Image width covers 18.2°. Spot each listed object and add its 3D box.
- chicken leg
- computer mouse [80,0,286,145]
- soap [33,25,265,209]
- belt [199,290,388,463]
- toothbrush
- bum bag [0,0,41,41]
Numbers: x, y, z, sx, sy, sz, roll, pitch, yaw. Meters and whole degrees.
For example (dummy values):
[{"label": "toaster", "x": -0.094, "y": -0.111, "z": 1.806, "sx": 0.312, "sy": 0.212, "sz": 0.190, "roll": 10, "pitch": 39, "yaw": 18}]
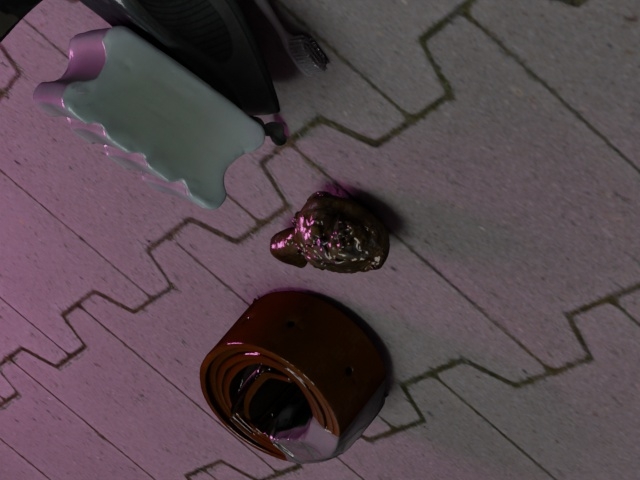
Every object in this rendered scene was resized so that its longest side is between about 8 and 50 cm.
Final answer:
[{"label": "chicken leg", "x": 0.000, "y": -0.003, "z": 1.908, "sx": 0.085, "sy": 0.069, "sz": 0.198, "roll": 20, "pitch": 168, "yaw": -22}, {"label": "computer mouse", "x": -0.114, "y": -0.189, "z": 1.709, "sx": 0.167, "sy": 0.090, "sz": 0.379, "roll": 33, "pitch": 175, "yaw": 39}, {"label": "soap", "x": -0.154, "y": -0.110, "z": 1.734, "sx": 0.160, "sy": 0.087, "sz": 0.265, "roll": 36, "pitch": 176, "yaw": -13}, {"label": "belt", "x": -0.027, "y": 0.151, "z": 2.151, "sx": 0.184, "sy": 0.105, "sz": 0.261, "roll": 38, "pitch": 152, "yaw": 3}, {"label": "toothbrush", "x": -0.074, "y": -0.237, "z": 1.642, "sx": 0.025, "sy": 0.019, "sz": 0.276, "roll": -2, "pitch": 135, "yaw": 46}, {"label": "bum bag", "x": -0.381, "y": -0.288, "z": 1.767, "sx": 0.340, "sy": 0.095, "sz": 0.144, "roll": 22, "pitch": 110, "yaw": -2}]
